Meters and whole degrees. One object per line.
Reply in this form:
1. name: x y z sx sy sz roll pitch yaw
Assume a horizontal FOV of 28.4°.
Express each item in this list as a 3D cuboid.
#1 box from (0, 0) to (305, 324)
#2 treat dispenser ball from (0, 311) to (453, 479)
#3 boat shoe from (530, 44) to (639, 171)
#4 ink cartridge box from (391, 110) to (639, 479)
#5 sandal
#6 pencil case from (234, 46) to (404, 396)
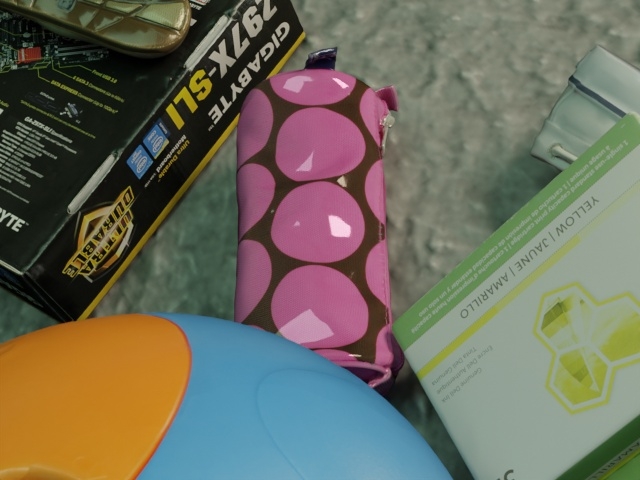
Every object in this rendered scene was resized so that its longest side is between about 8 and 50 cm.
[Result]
1. box: -0.212 -0.117 0.871 0.322 0.079 0.257 25 69 30
2. treat dispenser ball: -0.068 0.173 0.509 0.288 0.288 0.288 -9 57 14
3. boat shoe: 0.216 -0.001 0.651 0.258 0.095 0.084 46 110 37
4. ink cartridge box: 0.154 0.082 0.583 0.171 0.056 0.235 -43 54 22
5. sandal: -0.158 -0.160 0.807 0.180 0.049 0.072 28 77 16
6. pencil case: 0.000 0.000 0.717 0.098 0.095 0.209 -2 60 2
